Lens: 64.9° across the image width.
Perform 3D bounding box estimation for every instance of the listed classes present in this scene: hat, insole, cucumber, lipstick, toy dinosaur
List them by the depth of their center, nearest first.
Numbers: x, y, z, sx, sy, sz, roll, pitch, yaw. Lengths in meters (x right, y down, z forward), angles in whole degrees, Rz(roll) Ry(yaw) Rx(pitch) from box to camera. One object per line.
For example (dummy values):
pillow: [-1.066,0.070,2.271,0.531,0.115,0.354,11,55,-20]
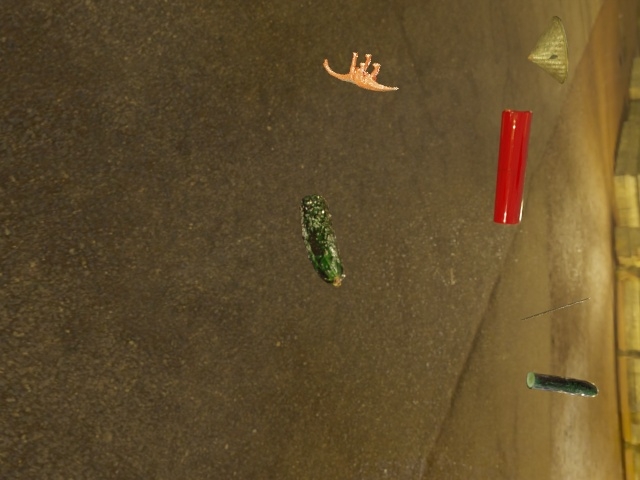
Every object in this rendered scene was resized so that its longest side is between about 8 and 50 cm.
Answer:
cucumber: [0.442,0.262,0.912,0.032,0.133,0.032,-170,-90,-86]
cucumber: [0.000,0.000,0.920,0.067,0.068,0.293,61,9,-29]
insole: [0.455,0.136,0.986,0.053,0.153,0.002,-9,72,-37]
hat: [0.493,-0.412,1.114,0.146,0.067,0.145,-10,90,-77]
lipstick: [0.475,-0.181,1.249,0.073,0.073,0.279,-14,110,-53]
toy dinosaur: [0.104,-0.470,1.405,0.056,0.279,0.101,-16,136,-33]
